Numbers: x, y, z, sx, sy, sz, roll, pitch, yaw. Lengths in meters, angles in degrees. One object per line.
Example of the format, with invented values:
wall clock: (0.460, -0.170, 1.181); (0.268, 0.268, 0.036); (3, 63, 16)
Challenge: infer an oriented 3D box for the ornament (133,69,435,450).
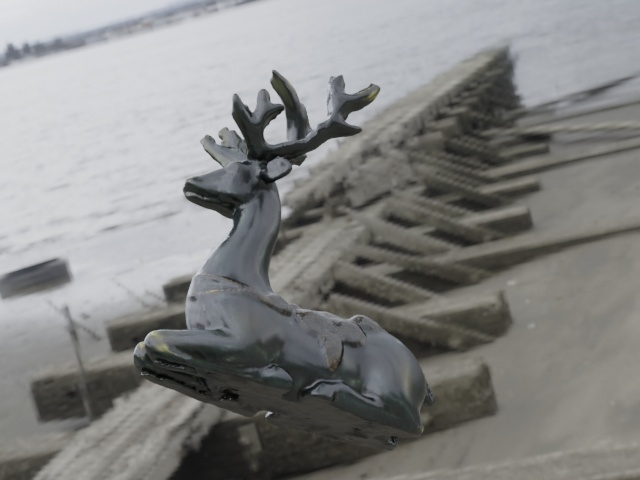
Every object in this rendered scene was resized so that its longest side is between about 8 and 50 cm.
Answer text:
ornament: (0.000, 0.000, 0.742); (0.202, 0.236, 0.080); (20, -27, -20)
